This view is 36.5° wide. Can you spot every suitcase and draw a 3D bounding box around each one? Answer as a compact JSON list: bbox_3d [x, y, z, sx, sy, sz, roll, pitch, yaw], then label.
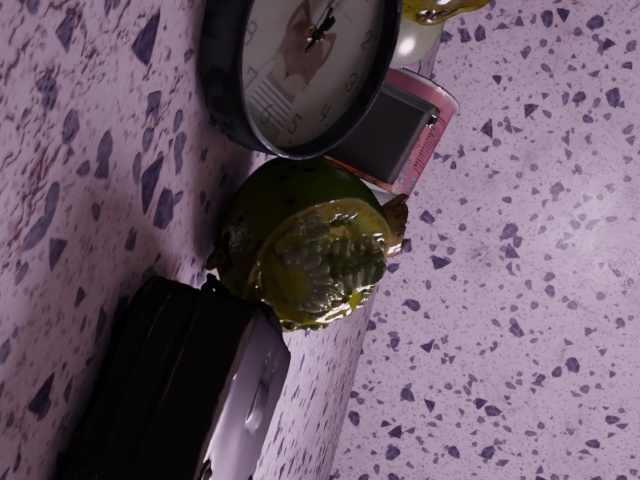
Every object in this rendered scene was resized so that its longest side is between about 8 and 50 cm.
[{"bbox_3d":[-0.155,0.220,1.174,0.345,0.188,0.339,68,40,-71],"label":"suitcase"}]

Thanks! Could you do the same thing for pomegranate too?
[{"bbox_3d":[0.000,0.000,1.405,0.341,0.260,0.260,-12,125,-38],"label":"pomegranate"}]

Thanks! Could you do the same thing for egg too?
[{"bbox_3d":[0.143,-0.434,1.760,0.183,0.183,0.217,-63,174,-47],"label":"egg"}]

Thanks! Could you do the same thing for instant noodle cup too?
[{"bbox_3d":[0.127,-0.209,1.953,0.243,0.243,0.231,50,64,-78],"label":"instant noodle cup"}]

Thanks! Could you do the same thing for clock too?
[{"bbox_3d":[-0.015,-0.255,1.200,0.325,0.067,0.325,-33,136,-40],"label":"clock"}]

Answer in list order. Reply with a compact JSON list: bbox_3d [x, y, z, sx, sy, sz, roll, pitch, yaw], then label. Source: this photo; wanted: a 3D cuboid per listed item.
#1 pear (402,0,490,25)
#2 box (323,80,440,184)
[{"bbox_3d":[0.205,-0.550,1.516,0.352,0.352,0.413,0,111,-80],"label":"pear"},{"bbox_3d":[0.040,-0.186,1.446,0.135,0.243,0.163,-66,-162,6],"label":"box"}]
